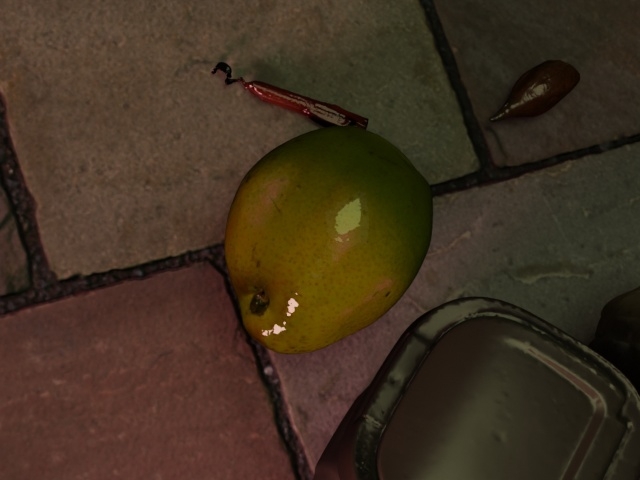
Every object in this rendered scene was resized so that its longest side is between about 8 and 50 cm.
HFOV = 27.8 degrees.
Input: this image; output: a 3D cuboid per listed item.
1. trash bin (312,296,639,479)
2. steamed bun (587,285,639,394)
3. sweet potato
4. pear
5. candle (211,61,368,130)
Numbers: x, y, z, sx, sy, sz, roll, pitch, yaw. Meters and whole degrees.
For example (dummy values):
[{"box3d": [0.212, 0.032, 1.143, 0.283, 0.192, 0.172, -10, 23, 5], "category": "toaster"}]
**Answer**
[{"box3d": [0.117, 0.195, 1.125, 0.219, 0.250, 0.220, 36, 67, -2], "category": "trash bin"}, {"box3d": [0.333, 0.169, 1.179, 0.206, 0.275, 0.320, 13, 30, -18], "category": "steamed bun"}, {"box3d": [0.222, -0.155, 1.373, 0.117, 0.049, 0.049, -33, 84, -22], "category": "sweet potato"}, {"box3d": [0.000, 0.000, 1.197, 0.187, 0.187, 0.219, 42, 73, 0], "category": "pear"}, {"box3d": [-0.031, -0.143, 1.313, 0.167, 0.021, 0.026, 20, 68, -9], "category": "candle"}]
